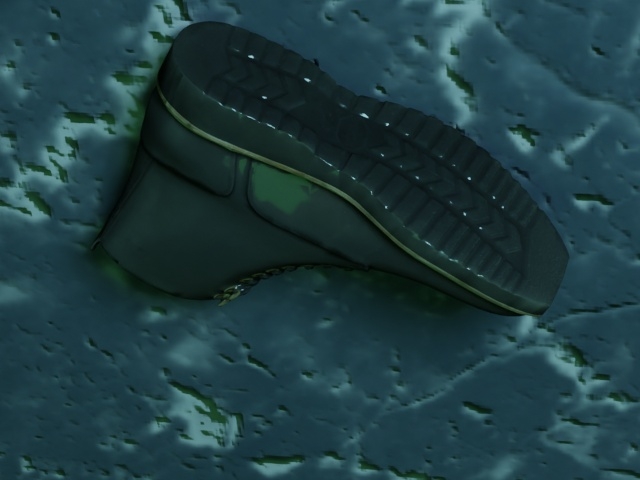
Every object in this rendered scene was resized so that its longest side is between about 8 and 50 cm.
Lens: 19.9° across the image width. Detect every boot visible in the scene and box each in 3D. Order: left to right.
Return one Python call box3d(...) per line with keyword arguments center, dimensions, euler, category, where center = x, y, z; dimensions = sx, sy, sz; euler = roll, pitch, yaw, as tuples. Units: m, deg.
box3d(center=(0.000, 0.000, 0.832), dimensions=(0.198, 0.077, 0.137), euler=(33, 132, 1), category="boot")
